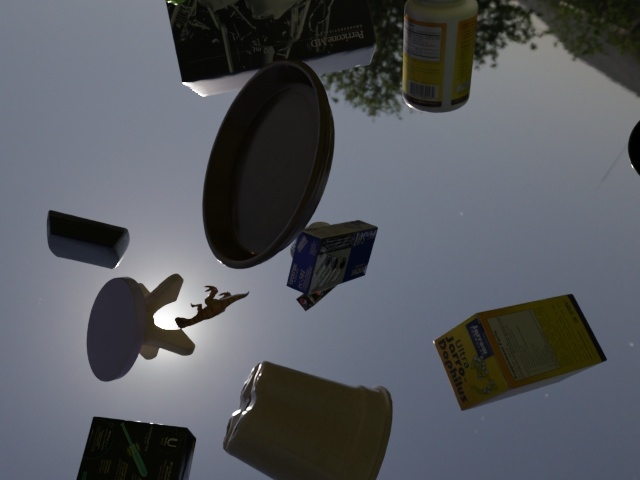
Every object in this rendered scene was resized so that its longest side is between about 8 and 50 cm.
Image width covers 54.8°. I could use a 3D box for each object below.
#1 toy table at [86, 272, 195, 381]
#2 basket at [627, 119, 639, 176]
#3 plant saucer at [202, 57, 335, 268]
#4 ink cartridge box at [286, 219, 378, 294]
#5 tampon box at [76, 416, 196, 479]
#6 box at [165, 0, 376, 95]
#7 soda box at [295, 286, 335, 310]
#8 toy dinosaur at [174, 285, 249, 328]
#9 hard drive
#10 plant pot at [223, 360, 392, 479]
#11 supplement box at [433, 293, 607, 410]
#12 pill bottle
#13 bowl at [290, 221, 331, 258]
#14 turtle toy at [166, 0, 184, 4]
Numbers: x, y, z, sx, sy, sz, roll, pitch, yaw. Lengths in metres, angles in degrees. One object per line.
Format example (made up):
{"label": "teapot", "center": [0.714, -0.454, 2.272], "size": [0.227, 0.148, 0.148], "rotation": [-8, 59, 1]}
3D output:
{"label": "toy table", "center": [-0.431, 0.198, 1.468], "size": [0.161, 0.274, 0.252], "rotation": [-7, -128, -50]}
{"label": "basket", "center": [0.700, -0.159, 1.087], "size": [0.226, 0.154, 0.204], "rotation": [-5, -159, -33]}
{"label": "plant saucer", "center": [-0.071, -0.096, 0.801], "size": [0.041, 0.278, 0.278], "rotation": [16, -152, -37]}
{"label": "ink cartridge box", "center": [0.024, 0.024, 1.049], "size": [0.046, 0.097, 0.207], "rotation": [21, -164, 26]}
{"label": "tampon box", "center": [-0.302, 0.371, 1.028], "size": [0.161, 0.101, 0.120], "rotation": [7, -118, 2]}
{"label": "box", "center": [-0.095, -0.453, 1.107], "size": [0.343, 0.313, 0.179], "rotation": [-11, -174, 2]}
{"label": "soda box", "center": [-0.002, 0.162, 2.040], "size": [0.053, 0.060, 0.169], "rotation": [52, -132, 2]}
{"label": "toy dinosaur", "center": [-0.227, 0.145, 1.393], "size": [0.064, 0.211, 0.112], "rotation": [53, -162, -28]}
{"label": "hard drive", "center": [-0.508, 0.006, 1.345], "size": [0.172, 0.254, 0.054], "rotation": [15, -108, -16]}
{"label": "plant pot", "center": [-0.046, 0.439, 1.435], "size": [0.305, 0.334, 0.334], "rotation": [25, -151, -9]}
{"label": "supplement box", "center": [0.508, 0.282, 1.582], "size": [0.356, 0.195, 0.194], "rotation": [-5, -117, -30]}
{"label": "pill bottle", "center": [0.195, -0.329, 1.018], "size": [0.117, 0.215, 0.117], "rotation": [-2, -142, 2]}
{"label": "bowl", "center": [0.000, 0.000, 1.729], "size": [0.170, 0.080, 0.170], "rotation": [2, -141, -2]}
{"label": "turtle toy", "center": [-0.185, -0.397, 0.906], "size": [0.095, 0.066, 0.130], "rotation": [47, -120, -19]}
